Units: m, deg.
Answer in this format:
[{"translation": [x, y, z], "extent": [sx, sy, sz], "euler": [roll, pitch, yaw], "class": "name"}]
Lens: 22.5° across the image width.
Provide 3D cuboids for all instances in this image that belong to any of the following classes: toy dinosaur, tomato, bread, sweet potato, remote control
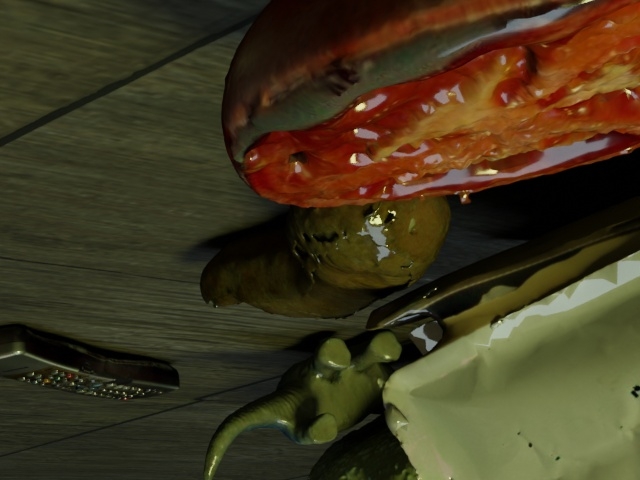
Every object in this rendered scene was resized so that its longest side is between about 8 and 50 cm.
[{"translation": [-0.008, 0.128, 1.195], "extent": [0.248, 0.075, 0.188], "euler": [-23, 172, -30], "class": "toy dinosaur"}, {"translation": [0.047, -0.070, 0.472], "extent": [0.174, 0.082, 0.166], "euler": [-14, 168, 15], "class": "tomato"}, {"translation": [0.099, 0.142, 1.161], "extent": [0.287, 0.056, 0.207], "euler": [-27, -177, 19], "class": "bread"}, {"translation": [0.005, 0.002, 0.785], "extent": [0.081, 0.062, 0.233], "euler": [15, 163, -15], "class": "sweet potato"}, {"translation": [-0.170, 0.088, 1.114], "extent": [0.059, 0.028, 0.212], "euler": [-15, 163, 21], "class": "remote control"}]

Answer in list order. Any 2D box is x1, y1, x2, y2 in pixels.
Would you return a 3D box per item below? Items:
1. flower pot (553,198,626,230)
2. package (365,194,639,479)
[{"translation": [0.152, 0.026, 0.869], "extent": [0.111, 0.111, 0.089], "euler": [-1, 150, -15], "class": "flower pot"}, {"translation": [0.191, 0.033, 0.736], "extent": [0.311, 0.165, 0.221], "euler": [-29, -177, 20], "class": "package"}]
